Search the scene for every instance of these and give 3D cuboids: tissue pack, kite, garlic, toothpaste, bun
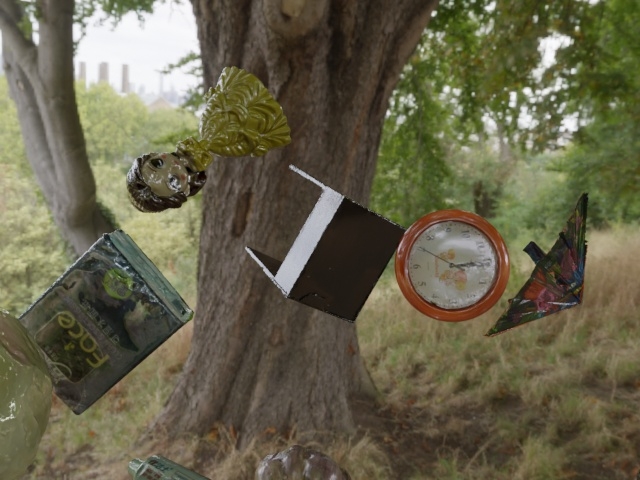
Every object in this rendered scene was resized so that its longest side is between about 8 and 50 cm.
[{"bbox_3d":[-0.322,0.119,0.828,0.173,0.235,0.073,50,14,-2],"label":"tissue pack"},{"bbox_3d":[0.432,0.073,1.061,0.234,0.321,0.016,36,0,-35],"label":"kite"},{"bbox_3d":[-0.038,0.565,1.303,0.245,0.244,0.160,8,31,9],"label":"garlic"},{"bbox_3d":[-0.113,0.275,0.576,0.269,0.047,0.069,7,49,39],"label":"toothpaste"},{"bbox_3d":[-0.359,0.183,0.543,0.153,0.244,0.244,48,-7,-27],"label":"bun"}]

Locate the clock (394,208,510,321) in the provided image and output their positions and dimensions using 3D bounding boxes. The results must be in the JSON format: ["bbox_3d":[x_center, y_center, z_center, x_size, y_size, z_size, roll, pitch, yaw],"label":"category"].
[{"bbox_3d":[0.237,0.045,1.029,0.205,0.205,0.051,8,1,6],"label":"clock"}]

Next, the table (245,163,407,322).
[{"bbox_3d":[0.000,0.000,1.321,0.196,0.250,0.282,24,7,-33],"label":"table"}]

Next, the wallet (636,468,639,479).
[{"bbox_3d":[0.398,0.302,0.506,0.250,0.044,0.149,47,-7,-12],"label":"wallet"}]

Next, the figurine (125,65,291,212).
[{"bbox_3d":[-0.229,-0.169,1.080,0.315,0.187,0.168,-45,33,-25],"label":"figurine"}]
